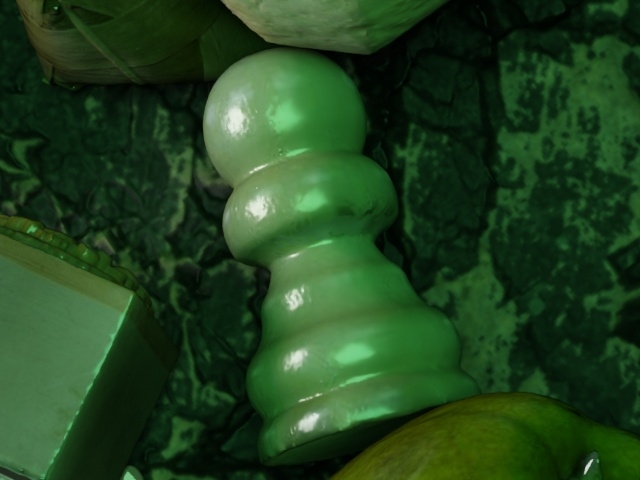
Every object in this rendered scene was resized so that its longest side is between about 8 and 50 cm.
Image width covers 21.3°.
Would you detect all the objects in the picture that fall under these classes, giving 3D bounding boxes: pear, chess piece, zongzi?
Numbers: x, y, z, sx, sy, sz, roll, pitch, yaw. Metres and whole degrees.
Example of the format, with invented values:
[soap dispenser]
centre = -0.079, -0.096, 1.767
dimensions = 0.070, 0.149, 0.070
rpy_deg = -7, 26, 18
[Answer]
[pear]
centre = 0.088, 0.224, 0.943
dimensions = 0.269, 0.269, 0.321
rpy_deg = 32, 127, 5
[chess piece]
centre = 0.000, 0.000, 1.050
dimensions = 0.144, 0.144, 0.251
rpy_deg = -15, 77, -1
[zongzi]
centre = -0.101, -0.145, 1.055
dimensions = 0.176, 0.160, 0.078
rpy_deg = 5, 78, 3

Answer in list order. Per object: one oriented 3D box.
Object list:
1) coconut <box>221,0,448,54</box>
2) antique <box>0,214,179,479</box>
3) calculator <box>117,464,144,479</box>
[coconut]
centre = 0.029, -0.279, 1.015
dimensions = 0.329, 0.329, 0.329
rpy_deg = 0, 82, 1
[antique]
centre = -0.182, 0.069, 1.023
dimensions = 0.152, 0.146, 0.148
rpy_deg = 23, 77, 12
[calculator]
centre = -0.158, 0.213, 1.075
dimensions = 0.103, 0.024, 0.166
rpy_deg = 22, 85, 4
